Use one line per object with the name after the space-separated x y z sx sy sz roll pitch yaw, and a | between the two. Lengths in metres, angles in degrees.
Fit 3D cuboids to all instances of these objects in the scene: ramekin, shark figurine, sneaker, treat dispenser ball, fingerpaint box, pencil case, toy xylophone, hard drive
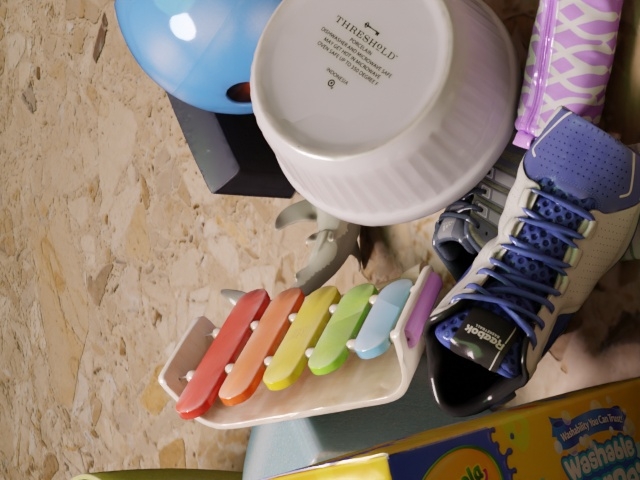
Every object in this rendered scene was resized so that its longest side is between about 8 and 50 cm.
0.053 -0.159 1.430 0.272 0.127 0.273 -8 71 23 | ramekin
0.008 0.019 1.708 0.166 0.278 0.116 2 142 28 | shark figurine
0.189 0.044 1.309 0.127 0.182 0.315 29 107 8 | sneaker
-0.094 -0.289 1.643 0.288 0.288 0.288 17 111 52 | treat dispenser ball
0.177 0.335 1.245 0.163 0.444 0.371 -19 81 39 | fingerpaint box
0.172 -0.039 1.464 0.111 0.121 0.300 -21 80 54 | sneaker
0.238 -0.192 1.368 0.086 0.088 0.206 22 116 40 | pencil case
-0.007 0.099 1.504 0.322 0.236 0.081 -18 117 25 | toy xylophone
-0.117 -0.175 1.814 0.054 0.172 0.255 -35 68 32 | hard drive

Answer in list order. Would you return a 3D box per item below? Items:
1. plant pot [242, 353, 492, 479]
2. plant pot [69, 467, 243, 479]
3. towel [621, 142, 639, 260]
0.037 0.246 1.633 0.252 0.247 0.247 -121 38 -50 | plant pot
-0.156 0.408 1.879 0.274 0.293 0.275 18 112 52 | plant pot
0.296 -0.037 1.382 0.152 0.023 0.113 -6 95 53 | towel
